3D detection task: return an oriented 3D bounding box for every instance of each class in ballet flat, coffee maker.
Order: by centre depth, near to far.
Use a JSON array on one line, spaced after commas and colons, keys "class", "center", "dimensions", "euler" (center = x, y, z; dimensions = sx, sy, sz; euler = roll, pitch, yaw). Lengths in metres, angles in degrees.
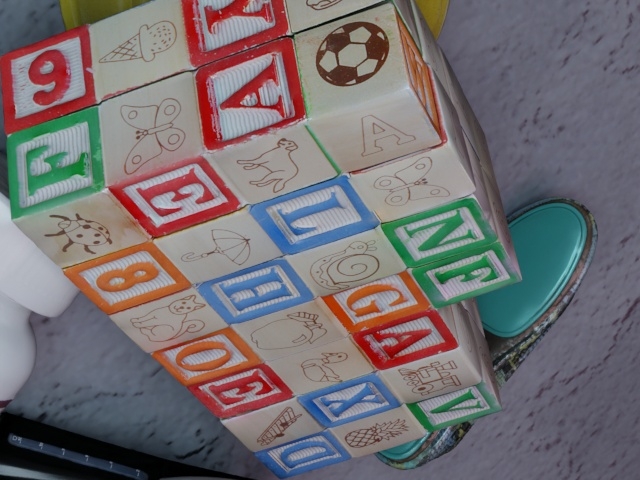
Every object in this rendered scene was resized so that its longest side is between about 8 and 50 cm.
[{"class": "coffee maker", "center": [-0.101, 0.167, 0.878], "dimensions": [0.178, 0.171, 0.120], "euler": [16, 85, -5]}, {"class": "ballet flat", "center": [0.096, 0.055, 0.990], "dimensions": [0.188, 0.070, 0.070], "euler": [-49, 130, 7]}]

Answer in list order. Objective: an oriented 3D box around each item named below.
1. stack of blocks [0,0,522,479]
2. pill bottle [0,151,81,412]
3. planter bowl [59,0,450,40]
[{"class": "stack of blocks", "center": [0.000, 0.000, 0.788], "dimensions": [0.171, 0.087, 0.297], "euler": [-18, 147, 12]}, {"class": "pill bottle", "center": [-0.207, 0.058, 0.767], "dimensions": [0.221, 0.121, 0.121], "euler": [-48, 130, 4]}, {"class": "planter bowl", "center": [-0.006, -0.121, 0.796], "dimensions": [0.217, 0.090, 0.217], "euler": [-15, 125, -22]}]
